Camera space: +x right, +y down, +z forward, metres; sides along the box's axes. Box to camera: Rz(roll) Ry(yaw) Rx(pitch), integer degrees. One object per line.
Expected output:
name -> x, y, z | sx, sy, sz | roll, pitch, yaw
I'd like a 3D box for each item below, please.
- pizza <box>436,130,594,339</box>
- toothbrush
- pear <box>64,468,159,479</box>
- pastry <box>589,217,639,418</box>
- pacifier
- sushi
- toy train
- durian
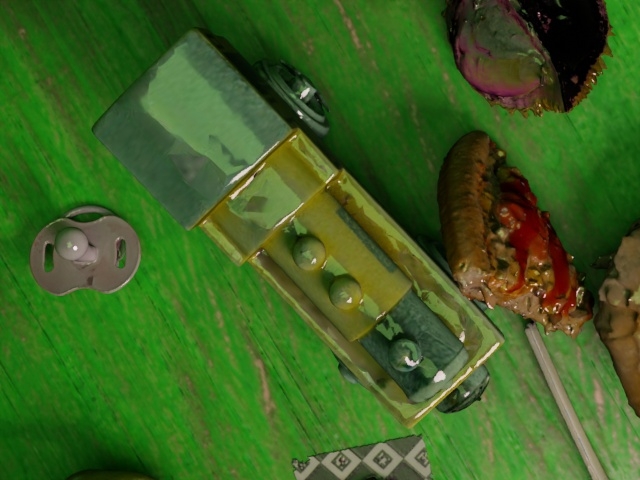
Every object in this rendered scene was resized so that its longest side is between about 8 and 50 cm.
pizza -> 0.170, 0.011, 1.260 | 0.062, 0.188, 0.199 | -29, 126, 28
toothbrush -> 0.235, 0.201, 1.325 | 0.028, 0.026, 0.294 | -18, 96, 25
pear -> -0.179, 0.293, 1.318 | 0.198, 0.198, 0.198 | 1, 98, 7
pastry -> 0.348, 0.060, 1.245 | 0.257, 0.121, 0.236 | 35, 105, -1
pacifier -> -0.206, 0.004, 1.329 | 0.099, 0.078, 0.081 | -4, 76, 9
sushi -> 0.045, 0.241, 1.354 | 0.120, 0.026, 0.126 | -14, 96, 10
toy train -> 0.000, 0.000, 1.220 | 0.150, 0.237, 0.369 | -44, 91, 9
durian -> 0.157, -0.174, 1.260 | 0.187, 0.119, 0.108 | 59, 139, 8
